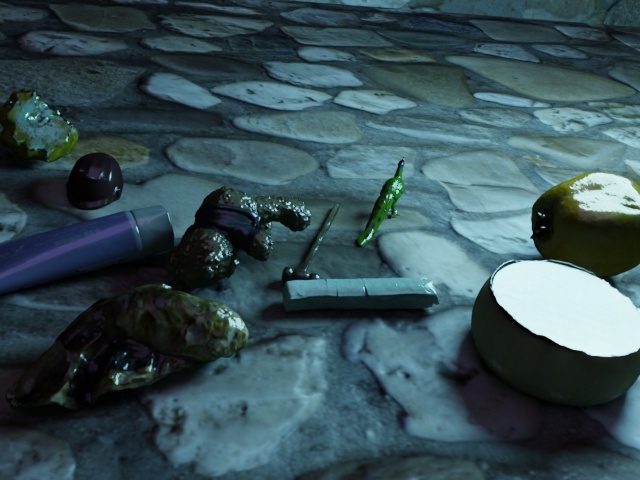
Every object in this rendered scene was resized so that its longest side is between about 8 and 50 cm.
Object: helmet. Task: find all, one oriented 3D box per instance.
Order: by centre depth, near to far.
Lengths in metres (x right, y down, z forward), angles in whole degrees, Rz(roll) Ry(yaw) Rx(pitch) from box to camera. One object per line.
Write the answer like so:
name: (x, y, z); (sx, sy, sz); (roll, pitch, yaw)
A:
helmet: (-0.408, -0.115, 1.285); (0.098, 0.070, 0.123); (6, 30, -4)

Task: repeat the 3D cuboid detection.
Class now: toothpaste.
toothpaste: (-0.410, 0.020, 1.067); (0.371, 0.079, 0.125); (-15, 38, -25)

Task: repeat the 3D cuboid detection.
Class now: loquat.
loquat: (0.475, -0.027, 1.246); (0.234, 0.176, 0.187); (-10, 34, -9)

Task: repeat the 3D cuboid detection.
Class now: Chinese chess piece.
Chinese chess piece: (0.347, 0.128, 1.037); (0.250, 0.103, 0.249); (7, 31, -4)

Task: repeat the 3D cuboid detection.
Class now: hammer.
hammer: (0.000, 0.000, 1.240); (0.058, 0.029, 0.292); (15, 30, 8)

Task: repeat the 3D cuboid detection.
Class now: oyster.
oyster: (-0.247, 0.136, 0.906); (0.294, 0.094, 0.166); (-27, 54, -35)

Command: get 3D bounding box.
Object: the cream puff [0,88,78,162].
cream puff: (-0.551, -0.211, 1.376); (0.156, 0.156, 0.121); (29, 80, 31)

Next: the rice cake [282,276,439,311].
rice cake: (0.064, 0.084, 1.098); (0.245, 0.042, 0.045); (0, 44, -11)

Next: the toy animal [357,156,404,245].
toy animal: (0.120, -0.057, 1.334); (0.041, 0.075, 0.216); (18, 61, 21)

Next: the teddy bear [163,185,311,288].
teddy bear: (-0.144, -0.019, 1.135); (0.182, 0.129, 0.251); (-15, 18, 40)
